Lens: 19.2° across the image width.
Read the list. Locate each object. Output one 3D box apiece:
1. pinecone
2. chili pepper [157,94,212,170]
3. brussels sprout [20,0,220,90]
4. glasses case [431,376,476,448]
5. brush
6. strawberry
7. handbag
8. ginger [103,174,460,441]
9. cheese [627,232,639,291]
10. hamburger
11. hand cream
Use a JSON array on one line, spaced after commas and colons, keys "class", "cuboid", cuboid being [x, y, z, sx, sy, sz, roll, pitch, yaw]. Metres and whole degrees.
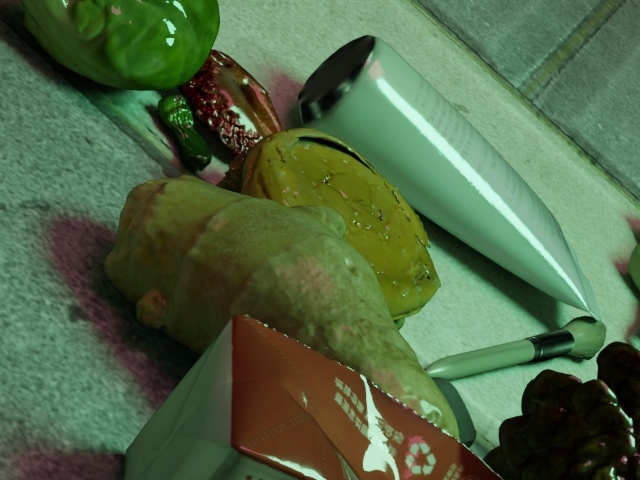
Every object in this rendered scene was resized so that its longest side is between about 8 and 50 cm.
[{"class": "pinecone", "cuboid": [0.263, 0.194, 1.589, 0.229, 0.202, 0.201, 47, 46, 9]}, {"class": "chili pepper", "cuboid": [-0.122, -0.095, 1.709, 0.030, 0.034, 0.091, -16, 57, -18]}, {"class": "brussels sprout", "cuboid": [-0.178, -0.215, 1.692, 0.180, 0.144, 0.161, 42, 62, -23]}, {"class": "glasses case", "cuboid": [0.057, 0.159, 1.562, 0.190, 0.042, 0.072, -9, 64, -54]}, {"class": "brush", "cuboid": [0.187, 0.109, 1.792, 0.039, 0.042, 0.299, 40, 29, 28]}, {"class": "strawberry", "cuboid": [-0.075, -0.120, 1.763, 0.152, 0.048, 0.104, 45, 24, 3]}, {"class": "handbag", "cuboid": [0.019, 0.202, 1.324, 0.298, 0.171, 0.151, 28, 31, -19]}, {"class": "ginger", "cuboid": [-0.018, 0.071, 1.459, 0.190, 0.126, 0.354, -26, 63, -31]}, {"class": "cheese", "cuboid": [0.399, 0.047, 2.074, 0.163, 0.082, 0.286, 42, 30, 3]}, {"class": "hamburger", "cuboid": [-0.001, 0.000, 1.647, 0.213, 0.108, 0.214, 31, 34, -24]}, {"class": "hand cream", "cuboid": [0.139, -0.059, 1.898, 0.358, 0.118, 0.185, 39, 15, -17]}]
